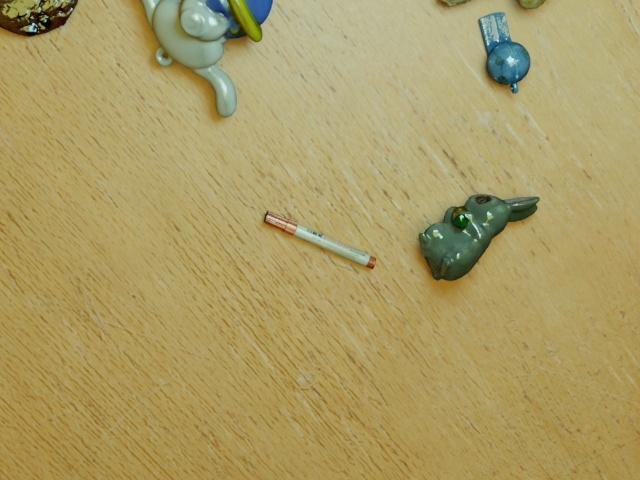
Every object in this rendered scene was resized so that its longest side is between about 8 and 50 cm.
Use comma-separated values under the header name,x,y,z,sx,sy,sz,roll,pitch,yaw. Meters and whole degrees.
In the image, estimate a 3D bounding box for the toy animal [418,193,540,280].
name,x,y,z,sx,sy,sz,roll,pitch,yaw
toy animal,0.310,-0.028,1.715,0.251,0.127,0.125,-34,91,-16

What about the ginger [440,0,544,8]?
name,x,y,z,sx,sy,sz,roll,pitch,yaw
ginger,0.338,-0.522,1.617,0.275,0.130,0.221,-33,112,4

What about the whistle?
name,x,y,z,sx,sy,sz,roll,pitch,yaw
whistle,0.353,-0.356,1.667,0.090,0.090,0.158,-18,102,-5

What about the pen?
name,x,y,z,sx,sy,sz,roll,pitch,yaw
pen,0.000,0.000,1.705,0.239,0.028,0.028,24,95,-12

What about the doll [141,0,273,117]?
name,x,y,z,sx,sy,sz,roll,pitch,yaw
doll,-0.183,-0.376,1.548,0.242,0.159,0.311,-24,106,-5

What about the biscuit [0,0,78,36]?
name,x,y,z,sx,sy,sz,roll,pitch,yaw
biscuit,-0.521,-0.454,1.541,0.192,0.049,0.192,-2,104,-6
